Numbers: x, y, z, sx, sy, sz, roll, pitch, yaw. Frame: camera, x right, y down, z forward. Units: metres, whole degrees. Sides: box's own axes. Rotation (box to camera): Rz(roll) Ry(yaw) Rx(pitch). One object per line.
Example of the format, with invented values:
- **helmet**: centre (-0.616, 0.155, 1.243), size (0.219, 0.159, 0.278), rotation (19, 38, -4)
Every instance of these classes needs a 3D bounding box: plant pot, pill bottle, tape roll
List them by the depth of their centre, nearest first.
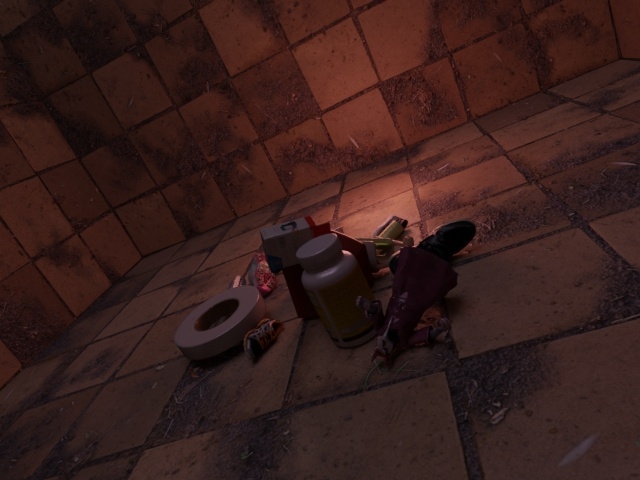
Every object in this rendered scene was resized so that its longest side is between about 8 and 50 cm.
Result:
- **pill bottle**: centre (0.056, 0.155, 1.450), size (0.187, 0.334, 0.188), rotation (-23, 19, 9)
- **plant pot**: centre (0.046, 0.126, 1.704), size (0.235, 0.268, 0.267), rotation (4, 33, 33)
- **tape roll**: centre (-0.407, 0.324, 1.856), size (0.391, 0.072, 0.392), rotation (-24, 21, 10)

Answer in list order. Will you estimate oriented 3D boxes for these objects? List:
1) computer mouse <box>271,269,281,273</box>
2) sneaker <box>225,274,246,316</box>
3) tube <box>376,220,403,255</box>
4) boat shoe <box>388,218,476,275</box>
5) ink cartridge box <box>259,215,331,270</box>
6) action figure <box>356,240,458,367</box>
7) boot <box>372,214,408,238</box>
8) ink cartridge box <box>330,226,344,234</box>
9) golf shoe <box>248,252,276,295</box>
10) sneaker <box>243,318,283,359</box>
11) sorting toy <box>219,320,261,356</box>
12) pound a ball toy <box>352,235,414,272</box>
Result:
- **computer mouse**: centre (-0.184, 0.118, 2.319), size (0.242, 0.041, 0.071), rotation (-24, 18, 6)
- **sneaker**: centre (-0.418, 0.277, 2.162), size (0.091, 0.094, 0.258), rotation (-53, 10, 33)
- **tube**: centre (0.260, 0.014, 1.975), size (0.240, 0.062, 0.070), rotation (-44, -13, -13)
- **boat shoe**: centre (0.401, 0.042, 1.622), size (0.339, 0.127, 0.113), rotation (-24, 20, 12)
- **ink cartridge box**: centre (-0.081, 0.004, 1.573), size (0.230, 0.134, 0.078), rotation (-15, 33, -12)
- **action figure**: centre (0.237, 0.194, 1.339), size (0.370, 0.248, 0.276), rotation (-57, -7, -14)
- **boot**: centre (0.313, -0.041, 2.056), size (0.086, 0.069, 0.190), rotation (19, 56, 39)
- **ink cartridge box**: centre (0.000, 0.000, 2.280), size (0.208, 0.087, 0.153), rotation (-7, 15, 46)
- **golf shoe**: centre (-0.291, 0.187, 2.214), size (0.140, 0.115, 0.306), rotation (-57, 21, 22)
- **sneaker**: centre (-0.209, 0.352, 1.673), size (0.083, 0.084, 0.215), rotation (-11, 23, 26)
- **sorting toy**: centre (-0.337, 0.391, 1.788), size (0.274, 0.046, 0.132), rotation (-22, 19, 16)
- **pound a ball toy**: centre (0.198, 0.058, 1.857), size (0.319, 0.136, 0.208), rotation (1, 7, 45)
